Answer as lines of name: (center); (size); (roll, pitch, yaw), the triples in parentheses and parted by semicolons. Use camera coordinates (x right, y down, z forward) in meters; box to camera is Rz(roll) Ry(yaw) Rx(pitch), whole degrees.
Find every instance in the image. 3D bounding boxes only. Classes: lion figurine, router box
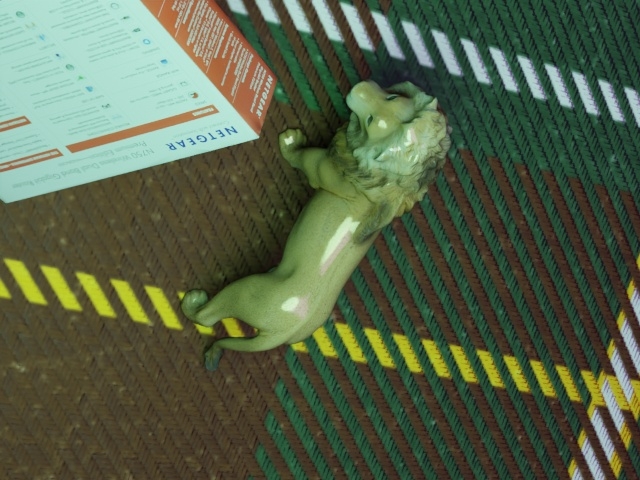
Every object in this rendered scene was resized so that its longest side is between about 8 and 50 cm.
lion figurine: (0.000, 0.000, 1.876); (0.142, 0.240, 0.392); (22, 95, -30)
router box: (-0.263, -0.185, 1.630); (0.301, 0.335, 0.082); (49, 42, -38)
